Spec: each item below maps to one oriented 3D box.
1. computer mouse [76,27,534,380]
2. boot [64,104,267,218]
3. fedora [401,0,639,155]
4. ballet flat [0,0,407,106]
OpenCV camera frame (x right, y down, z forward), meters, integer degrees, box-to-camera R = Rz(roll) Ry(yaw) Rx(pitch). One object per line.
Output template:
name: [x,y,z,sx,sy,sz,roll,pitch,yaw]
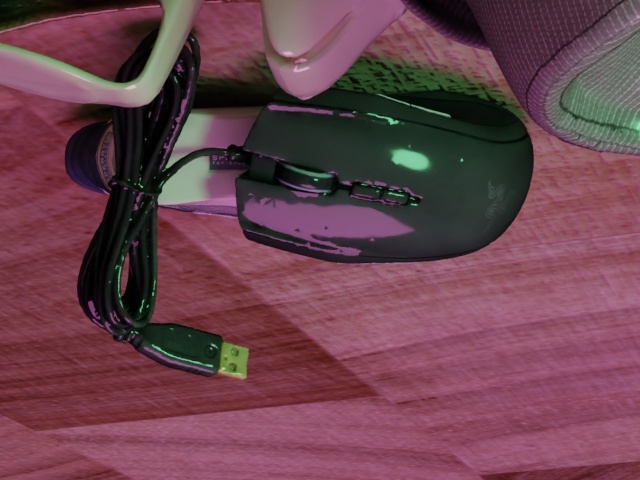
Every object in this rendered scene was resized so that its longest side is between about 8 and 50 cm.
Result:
computer mouse: [0.000,0.000,1.032,0.262,0.184,0.060,10,-164,-29]
boot: [-0.046,-0.047,1.086,0.190,0.069,0.086,5,-178,-27]
fedora: [0.149,-0.122,0.657,0.275,0.124,0.243,-35,144,28]
ballet flat: [-0.054,-0.116,0.782,0.342,0.124,0.116,-3,159,7]
